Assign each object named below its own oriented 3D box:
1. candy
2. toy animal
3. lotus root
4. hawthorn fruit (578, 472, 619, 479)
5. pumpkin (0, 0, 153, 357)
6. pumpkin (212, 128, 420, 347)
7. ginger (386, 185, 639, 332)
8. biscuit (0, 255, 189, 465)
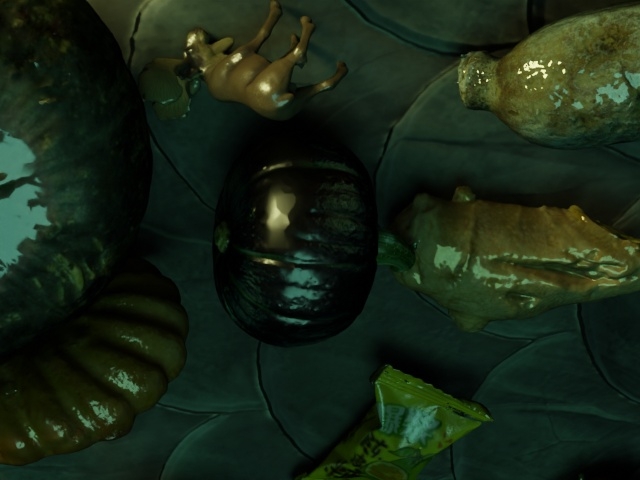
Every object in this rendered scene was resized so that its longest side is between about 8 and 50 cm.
[{"bbox_3d":[0.095,0.287,1.677,0.187,0.081,0.297,22,132,-18],"label":"candy"},{"bbox_3d":[-0.097,-0.181,1.295,0.186,0.214,0.094,-43,132,-11],"label":"toy animal"},{"bbox_3d":[0.325,-0.179,1.311,0.349,0.175,0.175,-11,125,7],"label":"lotus root"},{"bbox_3d":[0.434,0.444,1.745,0.224,0.224,0.261,-37,97,20],"label":"hawthorn fruit"},{"bbox_3d":[-0.396,-0.086,1.211,0.454,0.344,0.455,-7,115,-16],"label":"pumpkin"},{"bbox_3d":[0.000,0.000,1.369,0.248,0.248,0.248,-2,125,-3],"label":"pumpkin"},{"bbox_3d":[0.253,0.021,1.469,0.353,0.126,0.190,-3,105,0],"label":"ginger"},{"bbox_3d":[-0.309,0.115,1.374,0.325,0.326,0.107,-14,125,6],"label":"biscuit"}]
